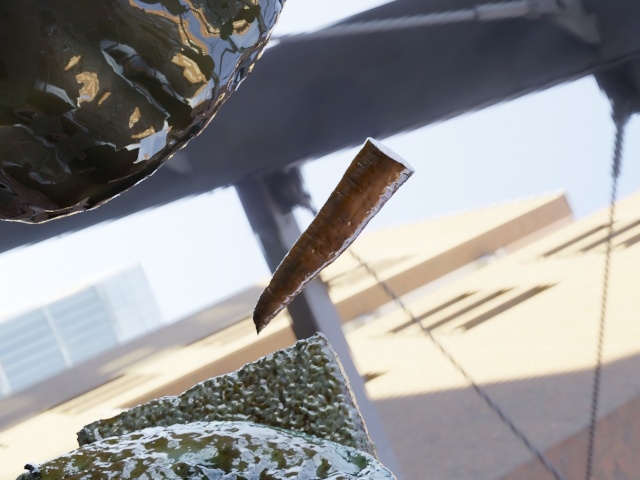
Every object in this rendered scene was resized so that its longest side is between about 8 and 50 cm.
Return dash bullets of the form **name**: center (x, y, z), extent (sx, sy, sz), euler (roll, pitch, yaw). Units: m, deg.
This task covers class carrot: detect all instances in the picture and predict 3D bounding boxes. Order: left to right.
- **carrot**: center (0.000, 0.000, 1.223), extent (0.057, 0.224, 0.057), euler (39, 5, -4)

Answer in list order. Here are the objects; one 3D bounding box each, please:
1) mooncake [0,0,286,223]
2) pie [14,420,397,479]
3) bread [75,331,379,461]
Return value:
- **mooncake**: center (-0.147, -0.148, 0.730), extent (0.290, 0.290, 0.161), euler (26, -17, 51)
- **pie**: center (-0.089, 0.181, 0.783), extent (0.302, 0.302, 0.067), euler (12, -70, 57)
- **bread**: center (-0.065, 0.206, 1.023), extent (0.110, 0.234, 0.184), euler (70, -1, -56)
